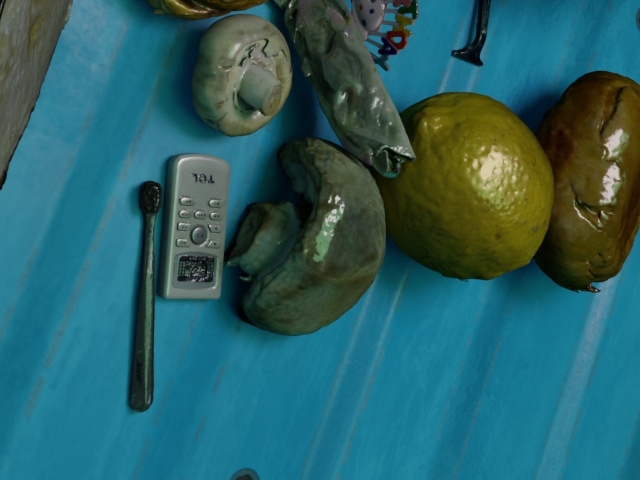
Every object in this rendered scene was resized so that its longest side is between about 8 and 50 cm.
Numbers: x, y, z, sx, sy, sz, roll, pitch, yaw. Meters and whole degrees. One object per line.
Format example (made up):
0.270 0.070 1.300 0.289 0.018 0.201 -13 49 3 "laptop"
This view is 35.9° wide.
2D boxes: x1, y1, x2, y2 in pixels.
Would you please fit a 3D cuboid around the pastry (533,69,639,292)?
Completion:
0.440 -0.095 1.587 0.356 0.164 0.356 -30 127 -52 "pastry"

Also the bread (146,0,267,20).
-0.127 -0.379 1.210 0.236 0.120 0.198 -23 106 -33 "bread"

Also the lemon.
0.206 -0.073 1.413 0.253 0.253 0.310 -53 125 -19 "lemon"

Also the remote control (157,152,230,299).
-0.163 -0.018 1.280 0.087 0.029 0.190 4 92 -37 "remote control"

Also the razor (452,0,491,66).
0.257 -0.373 1.547 0.066 0.033 0.190 13 86 -37 "razor"

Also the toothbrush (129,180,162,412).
-0.220 0.073 1.249 0.030 0.030 0.297 3 95 -10 "toothbrush"

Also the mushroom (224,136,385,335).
0.004 0.006 1.322 0.189 0.164 0.267 34 75 -33 "mushroom"

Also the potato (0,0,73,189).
-0.425 -0.213 0.953 0.296 0.290 0.397 15 65 -9 "potato"

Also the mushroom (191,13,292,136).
-0.096 -0.206 1.241 0.154 0.122 0.154 -32 140 -31 "mushroom"

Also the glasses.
0.082 -0.359 1.342 0.095 0.162 0.255 -11 102 -38 "glasses"

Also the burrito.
0.028 -0.220 1.311 0.096 0.066 0.309 -26 83 -3 "burrito"
